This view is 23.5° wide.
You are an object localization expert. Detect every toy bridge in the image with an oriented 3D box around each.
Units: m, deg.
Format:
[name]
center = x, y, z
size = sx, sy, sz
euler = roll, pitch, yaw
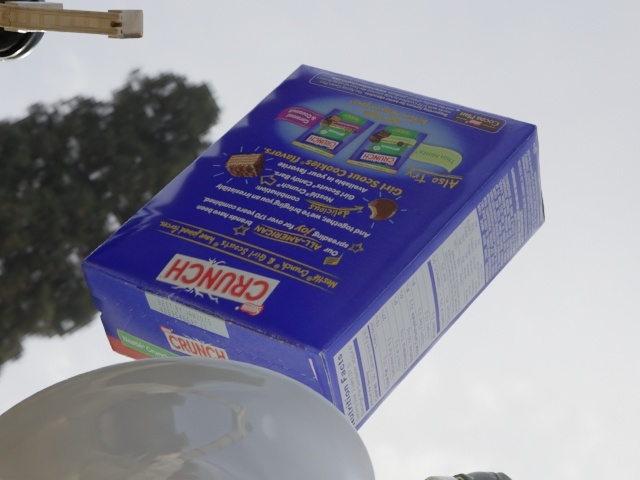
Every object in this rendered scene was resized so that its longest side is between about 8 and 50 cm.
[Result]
[toy bridge]
center = -0.241, -0.188, 1.284
size = 0.188, 0.063, 0.026
euler = 11, -76, 29

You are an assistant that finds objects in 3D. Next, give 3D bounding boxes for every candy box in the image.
[candy box]
center = 0.000, 0.000, 1.330
size = 0.268, 0.317, 0.122
euler = 19, -42, 35

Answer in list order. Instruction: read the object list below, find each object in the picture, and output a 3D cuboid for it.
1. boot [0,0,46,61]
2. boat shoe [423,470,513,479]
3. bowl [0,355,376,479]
[boot]
center = -0.400, -0.290, 1.508
size = 0.094, 0.207, 0.246
euler = -46, -118, 13
[boat shoe]
center = 0.148, 0.379, 1.545
size = 0.109, 0.091, 0.305
euler = 21, -68, 59
[bowl]
center = -0.095, 0.227, 0.965
size = 0.134, 0.297, 0.298
euler = -109, -160, -51
